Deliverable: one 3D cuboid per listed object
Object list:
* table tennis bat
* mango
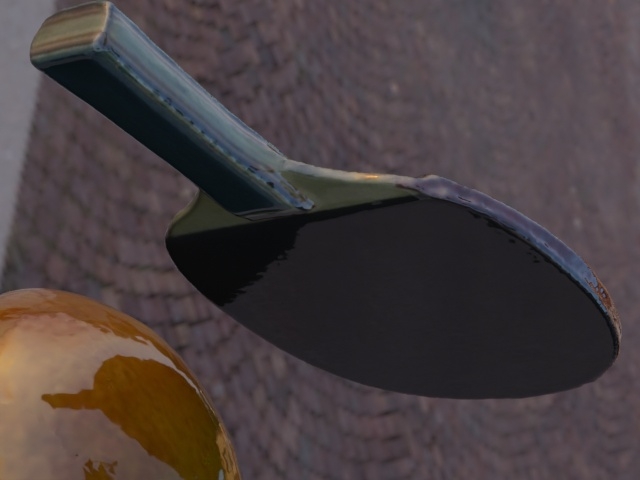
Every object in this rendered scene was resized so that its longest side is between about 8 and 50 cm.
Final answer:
[{"bbox_3d":[0.000,0.000,0.689,0.301,0.173,0.022,38,54,-42],"label":"table tennis bat"},{"bbox_3d":[-0.130,0.179,0.759,0.173,0.211,0.317,4,83,-75],"label":"mango"}]
